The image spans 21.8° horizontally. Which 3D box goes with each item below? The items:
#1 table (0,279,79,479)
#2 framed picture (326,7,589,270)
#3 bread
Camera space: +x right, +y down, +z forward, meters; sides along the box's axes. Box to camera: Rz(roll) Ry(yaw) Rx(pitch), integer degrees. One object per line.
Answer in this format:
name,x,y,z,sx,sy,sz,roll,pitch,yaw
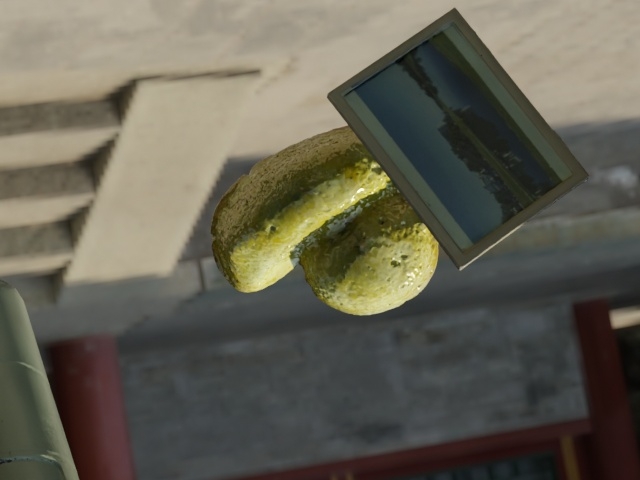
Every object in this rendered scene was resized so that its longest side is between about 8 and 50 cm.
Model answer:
table,-0.234,0.145,1.127,0.126,0.220,0.126,-18,148,-11
framed picture,0.091,-0.069,1.102,0.109,0.149,0.011,-35,170,-11
bread,0.000,0.000,1.282,0.187,0.149,0.065,-24,-172,18
